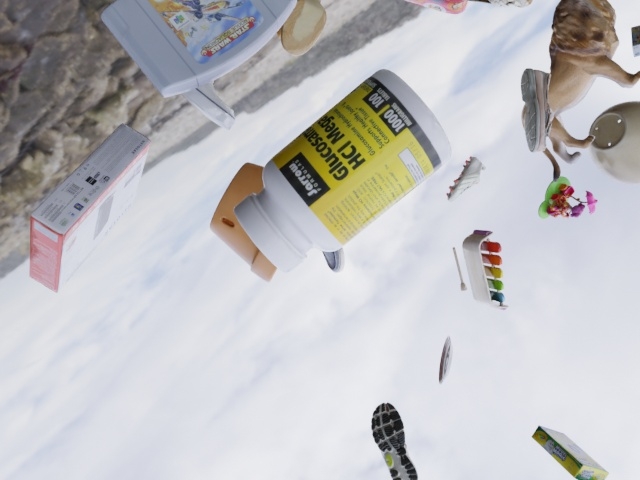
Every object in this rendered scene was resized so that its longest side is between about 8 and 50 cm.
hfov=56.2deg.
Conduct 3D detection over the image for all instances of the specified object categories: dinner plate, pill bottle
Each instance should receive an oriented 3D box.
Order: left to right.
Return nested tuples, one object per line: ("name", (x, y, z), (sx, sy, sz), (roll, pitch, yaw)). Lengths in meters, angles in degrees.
("pill bottle", (0.030, -0.104, 0.977), (0.334, 0.188, 0.188), (-40, -163, 4))
("dinner plate", (0.357, 0.340, 1.702), (0.017, 0.141, 0.141), (10, -150, 6))

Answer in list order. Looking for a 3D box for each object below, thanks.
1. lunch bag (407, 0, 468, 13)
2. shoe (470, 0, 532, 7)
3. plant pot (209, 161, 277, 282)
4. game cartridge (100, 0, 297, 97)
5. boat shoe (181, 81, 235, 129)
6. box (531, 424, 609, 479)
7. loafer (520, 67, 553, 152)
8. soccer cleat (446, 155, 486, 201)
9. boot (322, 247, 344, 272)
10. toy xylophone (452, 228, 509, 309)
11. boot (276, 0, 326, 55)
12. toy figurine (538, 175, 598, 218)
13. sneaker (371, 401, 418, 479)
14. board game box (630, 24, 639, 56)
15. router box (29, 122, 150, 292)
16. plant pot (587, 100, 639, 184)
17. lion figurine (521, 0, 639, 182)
("lunch bag", (0.319, -0.785, 1.623), (0.120, 0.258, 0.293), (30, 79, -83))
("shoe", (0.431, -0.602, 1.480), (0.219, 0.077, 0.058), (45, -66, 46))
("plant pot", (-0.147, -0.064, 1.532), (0.290, 0.204, 0.291), (-61, -178, 4))
("game cartridge", (-0.197, -0.391, 1.040), (0.297, 0.198, 0.062), (-39, 176, -11))
("boat shoe", (-0.254, -0.329, 1.166), (0.088, 0.267, 0.096), (-47, 172, -1))
("box", (0.608, 0.524, 1.448), (0.043, 0.105, 0.179), (-61, -152, 10))
("loafer", (0.296, -0.176, 0.804), (0.039, 0.125, 0.045), (1, 160, -1))
("soccer cleat", (0.492, -0.199, 2.012), (0.196, 0.076, 0.068), (-55, -178, -21))
("boot", (0.000, 0.000, 1.619), (0.086, 0.190, 0.069), (-7, 164, -39))
("toy xylophone", (0.613, 0.112, 2.305), (0.081, 0.322, 0.236), (-17, -163, -17))
("boot", (-0.066, -0.566, 1.558), (0.211, 0.104, 0.295), (-21, -131, 62))
("toy figurine", (0.871, -0.127, 2.081), (0.173, 0.130, 0.159), (-48, -146, -6))
("sneaker", (0.231, 0.666, 1.940), (0.107, 0.279, 0.118), (-14, 165, -1))
("board game box", (0.730, -0.433, 1.241), (0.154, 0.026, 0.103), (-9, -145, 31))
("router box", (-0.557, -0.077, 1.448), (0.301, 0.082, 0.335), (-50, -171, 53))
("plant pot", (1.013, -0.344, 2.010), (0.284, 0.191, 0.284), (-17, -111, 54))
("lion figurine", (0.567, -0.352, 1.384), (0.142, 0.240, 0.392), (-28, 151, -60))
